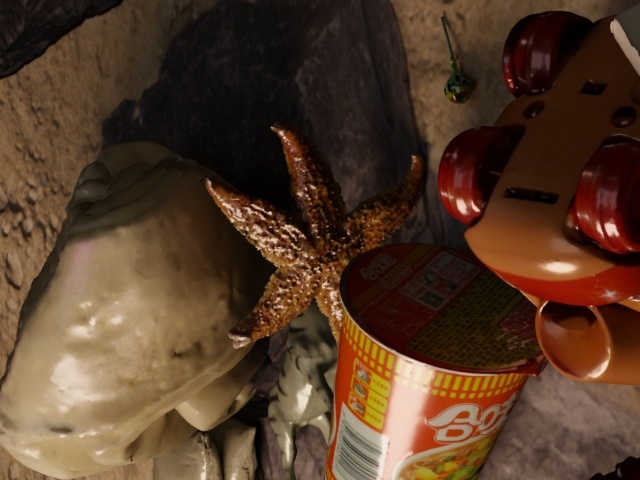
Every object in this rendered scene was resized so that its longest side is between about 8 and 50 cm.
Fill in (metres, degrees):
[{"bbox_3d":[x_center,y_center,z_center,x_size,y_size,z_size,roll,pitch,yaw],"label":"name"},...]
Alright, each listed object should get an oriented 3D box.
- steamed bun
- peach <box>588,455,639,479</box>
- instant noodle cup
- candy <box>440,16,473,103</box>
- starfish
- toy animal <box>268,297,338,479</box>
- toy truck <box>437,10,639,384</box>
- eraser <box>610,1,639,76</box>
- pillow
[{"bbox_3d":[-0.163,0.075,1.587,0.339,0.247,0.352,-91,21,-68],"label":"steamed bun"},{"bbox_3d":[0.333,0.293,1.047,0.406,0.335,0.310,-9,122,28],"label":"peach"},{"bbox_3d":[0.089,0.140,1.404,0.193,0.193,0.212,40,130,36],"label":"instant noodle cup"},{"bbox_3d":[0.115,-0.160,1.440,0.025,0.023,0.083,-43,57,57],"label":"candy"},{"bbox_3d":[0.000,0.000,1.461,0.227,0.240,0.043,54,171,-24],"label":"starfish"},{"bbox_3d":[-0.007,0.126,1.567,0.176,0.073,0.217,57,137,38],"label":"toy animal"},{"bbox_3d":[0.231,-0.031,1.239,0.189,0.239,0.265,12,63,45],"label":"toy truck"},{"bbox_3d":[0.335,-0.138,1.092,0.230,0.038,0.157,-29,69,-2],"label":"eraser"},{"bbox_3d":[-0.126,0.269,1.704,0.134,0.078,0.181,15,106,51],"label":"pillow"}]
